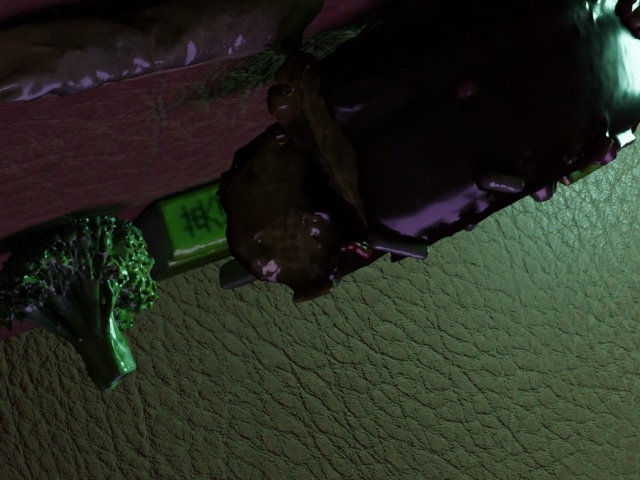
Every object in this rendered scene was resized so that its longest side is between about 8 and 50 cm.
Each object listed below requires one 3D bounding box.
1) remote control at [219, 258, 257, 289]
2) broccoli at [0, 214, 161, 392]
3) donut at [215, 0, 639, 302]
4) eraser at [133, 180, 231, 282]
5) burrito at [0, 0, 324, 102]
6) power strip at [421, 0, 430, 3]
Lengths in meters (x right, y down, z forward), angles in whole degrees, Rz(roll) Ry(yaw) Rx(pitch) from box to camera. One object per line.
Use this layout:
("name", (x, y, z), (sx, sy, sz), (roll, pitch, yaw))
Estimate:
("remote control", (0.001, 0.000, 1.347), (0.309, 0.038, 0.090), (-22, 175, 23))
("broccoli", (-0.262, 0.077, 1.128), (0.194, 0.194, 0.220), (-21, 172, 3))
("donut", (0.078, -0.070, 0.651), (0.259, 0.136, 0.345), (-24, 180, -19))
("eraser", (-0.096, -0.035, 1.326), (0.274, 0.092, 0.210), (-19, 176, -21))
("burrito", (-0.079, -0.100, 0.494), (0.185, 0.041, 0.045), (-21, -140, -33))
("power strip", (0.119, -0.174, 0.682), (0.049, 0.028, 0.178), (-19, 177, -29))
